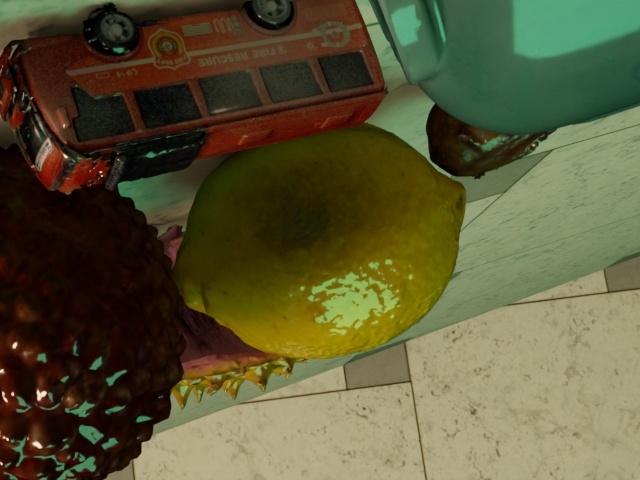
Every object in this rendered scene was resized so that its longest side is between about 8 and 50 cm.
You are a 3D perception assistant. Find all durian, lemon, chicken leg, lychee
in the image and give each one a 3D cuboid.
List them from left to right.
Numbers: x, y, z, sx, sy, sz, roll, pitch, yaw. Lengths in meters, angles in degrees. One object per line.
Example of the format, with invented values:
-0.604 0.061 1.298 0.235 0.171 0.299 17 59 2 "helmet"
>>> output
-0.226 0.058 0.843 0.264 0.300 0.264 -15 126 -21 "lychee"
-0.115 0.085 1.149 0.341 0.191 0.112 -25 153 -26 "durian"
0.000 0.000 1.035 0.260 0.204 0.204 -15 168 1 "lemon"
0.219 -0.156 1.038 0.304 0.093 0.113 -32 -177 13 "chicken leg"

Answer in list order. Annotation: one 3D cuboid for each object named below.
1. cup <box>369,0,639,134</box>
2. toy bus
0.128 -0.180 0.518 0.257 0.219 0.290 -22 -160 5 "cup"
-0.076 -0.096 0.750 0.235 0.096 0.073 -16 164 -27 "toy bus"
